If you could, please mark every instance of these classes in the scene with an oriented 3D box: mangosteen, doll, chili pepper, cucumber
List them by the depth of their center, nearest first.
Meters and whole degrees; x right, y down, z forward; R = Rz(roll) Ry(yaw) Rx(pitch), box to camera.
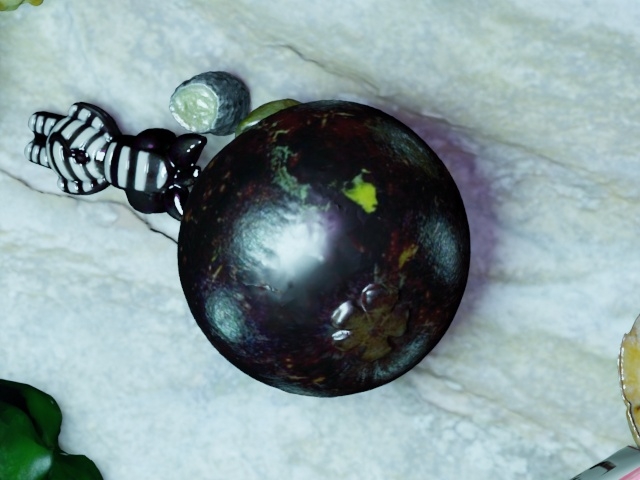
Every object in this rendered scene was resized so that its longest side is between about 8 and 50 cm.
[{"bbox_3d":[0.000,0.000,1.757,0.288,0.288,0.288,0,87,6],"label":"mangosteen"},{"bbox_3d":[-0.335,0.260,1.790,0.257,0.248,0.233,-29,110,0],"label":"chili pepper"},{"bbox_3d":[-0.104,-0.132,1.841,0.064,0.112,0.064,1,93,11],"label":"cucumber"},{"bbox_3d":[-0.193,-0.078,1.844,0.219,0.067,0.091,17,102,32],"label":"doll"}]

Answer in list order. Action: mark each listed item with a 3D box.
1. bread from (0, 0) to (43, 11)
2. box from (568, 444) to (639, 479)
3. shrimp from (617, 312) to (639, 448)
[{"bbox_3d":[-0.305,-0.337,1.886,0.128,0.088,0.232,-2,81,-3],"label":"bread"},{"bbox_3d":[0.240,0.383,1.682,0.300,0.314,0.312,-32,84,1],"label":"box"},{"bbox_3d":[0.385,0.094,1.809,0.178,0.075,0.289,27,103,9],"label":"shrimp"}]
